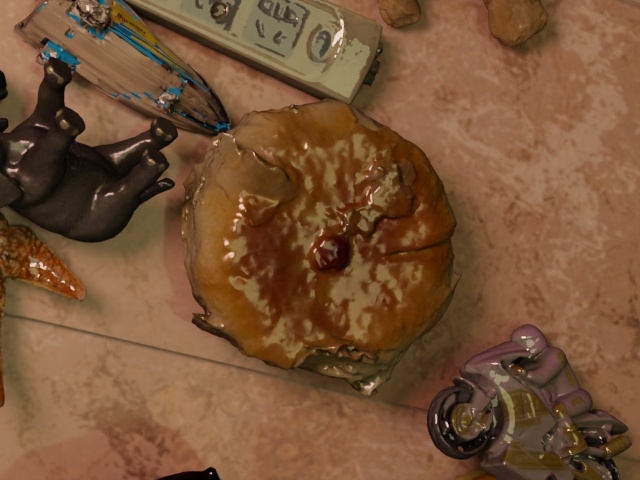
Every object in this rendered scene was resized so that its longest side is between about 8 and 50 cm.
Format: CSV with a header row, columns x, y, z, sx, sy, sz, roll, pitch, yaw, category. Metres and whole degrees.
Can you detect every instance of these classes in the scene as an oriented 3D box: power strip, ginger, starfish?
x,y,z,sx,sy,sz,roll,pitch,yaw,category
-0.076,-0.202,1.091,0.286,0.048,0.080,22,85,-15,power strip
0.092,-0.254,1.135,0.258,0.065,0.149,43,93,-20,ginger
-0.312,0.010,1.016,0.247,0.050,0.138,41,64,-4,starfish

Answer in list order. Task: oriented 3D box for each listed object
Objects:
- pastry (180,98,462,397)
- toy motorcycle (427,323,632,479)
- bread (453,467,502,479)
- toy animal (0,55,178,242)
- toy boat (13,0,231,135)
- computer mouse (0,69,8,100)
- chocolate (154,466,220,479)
x,y,z,sx,sy,sz,roll,pitch,yaw,category
0.006,-0.001,1.083,0.257,0.121,0.236,20,86,-17,pastry
0.199,0.157,1.168,0.225,0.073,0.152,26,65,-23,toy motorcycle
0.191,0.317,1.191,0.088,0.049,0.226,-22,98,-15,bread
-0.229,-0.072,0.981,0.269,0.082,0.137,17,131,-39,toy animal
-0.159,-0.147,1.061,0.210,0.066,0.084,34,117,-25,toy boat
-0.340,-0.141,0.982,0.192,0.106,0.062,21,99,-23,computer mouse
-0.150,0.324,0.996,0.186,0.283,0.283,-12,96,0,chocolate
